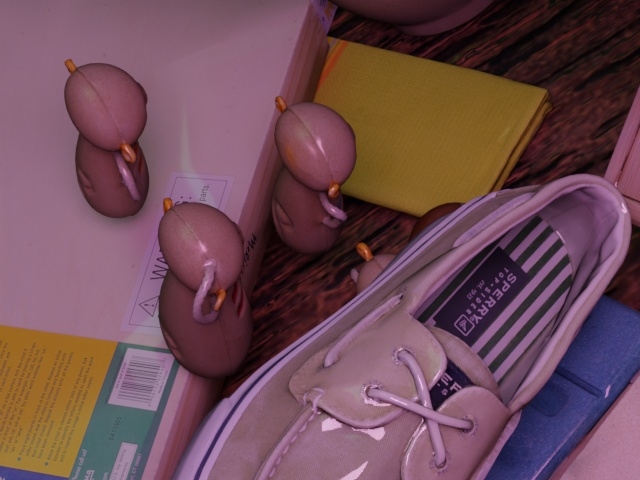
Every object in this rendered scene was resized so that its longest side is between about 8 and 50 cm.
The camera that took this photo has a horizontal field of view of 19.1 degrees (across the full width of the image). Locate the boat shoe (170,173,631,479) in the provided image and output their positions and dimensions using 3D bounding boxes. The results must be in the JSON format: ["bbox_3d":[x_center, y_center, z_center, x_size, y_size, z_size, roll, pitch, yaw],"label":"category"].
[{"bbox_3d":[0.033,0.066,0.823,0.302,0.109,0.094,-51,6,-36],"label":"boat shoe"}]

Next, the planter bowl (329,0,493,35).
[{"bbox_3d":[0.059,-0.199,1.196,0.162,0.109,0.162,-22,42,22],"label":"planter bowl"}]

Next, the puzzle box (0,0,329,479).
[{"bbox_3d":[-0.176,0.027,1.114,0.272,0.052,0.409,7,62,21],"label":"puzzle box"}]

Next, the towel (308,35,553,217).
[{"bbox_3d":[0.020,-0.071,1.150,0.237,0.021,0.102,17,68,37],"label":"towel"}]

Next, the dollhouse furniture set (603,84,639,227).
[{"bbox_3d":[0.132,-0.079,0.775,0.303,0.355,0.174,27,102,35],"label":"dollhouse furniture set"}]

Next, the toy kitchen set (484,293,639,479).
[{"bbox_3d":[0.132,0.075,0.820,0.122,0.166,0.207,-48,39,-10],"label":"toy kitchen set"}]

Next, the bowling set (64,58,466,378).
[{"bbox_3d":[0.000,0.000,0.972,0.200,0.154,0.287,-28,70,-13],"label":"bowling set"}]

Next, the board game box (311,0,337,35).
[{"bbox_3d":[-0.056,-0.102,1.262,0.103,0.026,0.154,-8,48,34],"label":"board game box"}]
